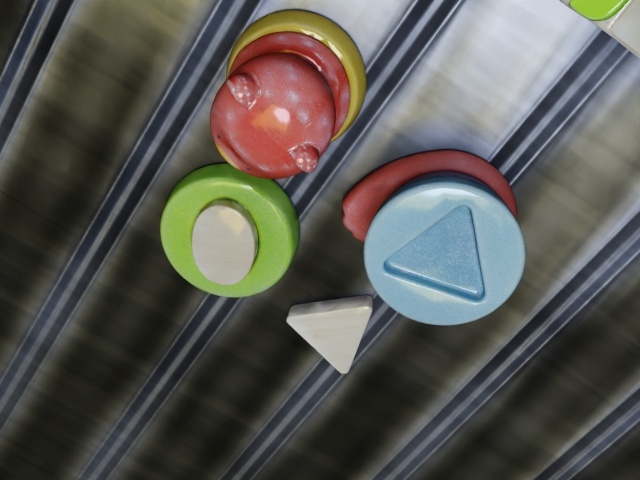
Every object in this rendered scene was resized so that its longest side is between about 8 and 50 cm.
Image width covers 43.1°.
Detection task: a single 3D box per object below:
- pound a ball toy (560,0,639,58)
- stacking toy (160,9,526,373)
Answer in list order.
[{"bbox_3d":[0.313,-0.183,0.516,0.208,0.135,0.319,47,117,23],"label":"pound a ball toy"},{"bbox_3d":[0.000,0.000,0.690,0.309,0.130,0.279,36,117,-10],"label":"stacking toy"}]
